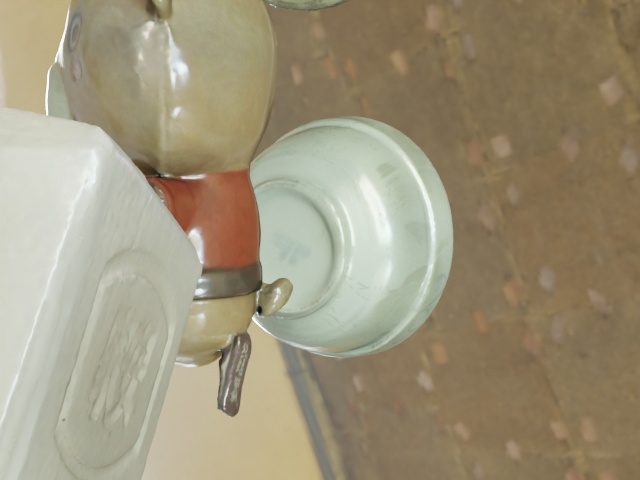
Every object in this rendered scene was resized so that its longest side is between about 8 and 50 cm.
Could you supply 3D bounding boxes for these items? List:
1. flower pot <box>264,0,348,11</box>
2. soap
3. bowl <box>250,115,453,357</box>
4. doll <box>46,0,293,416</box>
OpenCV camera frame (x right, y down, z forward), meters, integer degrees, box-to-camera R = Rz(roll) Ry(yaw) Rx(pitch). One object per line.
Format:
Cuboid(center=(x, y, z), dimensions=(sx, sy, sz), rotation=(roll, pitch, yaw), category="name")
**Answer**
Cuboid(center=(0.004, -0.348, 1.371), dimensions=(0.202, 0.212, 0.212), rotation=(-34, 109, -73), category="flower pot")
Cuboid(center=(-0.093, 0.036, 0.421), dimensions=(0.183, 0.063, 0.122), rotation=(73, 31, -78), category="soap")
Cuboid(center=(0.000, 0.000, 1.602), dimensions=(0.307, 0.163, 0.307), rotation=(4, -83, 33), category="bowl")
Cuboid(center=(-0.105, -0.050, 0.907), dimensions=(0.235, 0.174, 0.330), rotation=(-75, 166, -85), category="doll")
